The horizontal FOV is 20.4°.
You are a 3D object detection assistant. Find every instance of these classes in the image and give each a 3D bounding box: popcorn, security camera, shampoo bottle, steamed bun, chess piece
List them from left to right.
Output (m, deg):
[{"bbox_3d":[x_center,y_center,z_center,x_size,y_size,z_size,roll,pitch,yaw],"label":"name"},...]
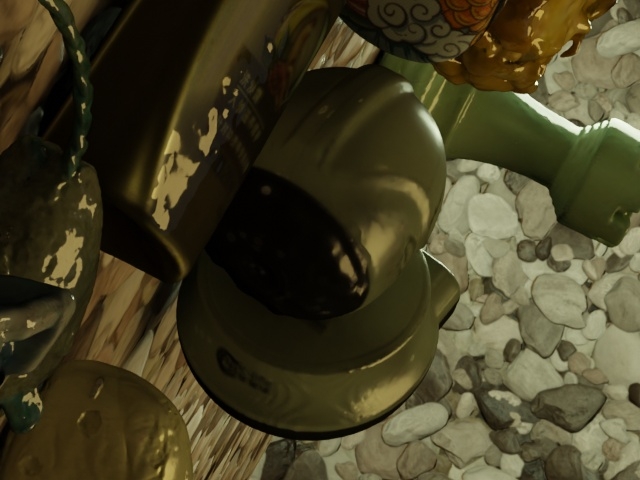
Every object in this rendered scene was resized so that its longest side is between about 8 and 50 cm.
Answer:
[{"bbox_3d":[-0.133,0.139,1.070,0.091,0.112,0.130,19,93,-83],"label":"steamed bun"},{"bbox_3d":[-0.016,-0.151,0.852,0.350,0.084,0.125,-60,166,-17],"label":"shampoo bottle"},{"bbox_3d":[0.000,0.000,1.251,0.191,0.197,0.277,-47,161,-33],"label":"security camera"},{"bbox_3d":[0.197,-0.111,1.816,0.194,0.299,0.194,-61,175,-10],"label":"chess piece"},{"bbox_3d":[0.161,-0.240,1.461,0.250,0.190,0.250,-55,178,-2],"label":"popcorn"}]

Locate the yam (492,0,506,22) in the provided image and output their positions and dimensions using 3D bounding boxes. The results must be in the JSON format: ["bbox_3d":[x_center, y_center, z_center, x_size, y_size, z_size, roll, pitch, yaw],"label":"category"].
[{"bbox_3d":[0.090,-0.215,1.260,0.084,0.127,0.084,-57,175,-8],"label":"yam"}]

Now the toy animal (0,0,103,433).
[{"bbox_3d":[-0.118,-0.016,0.710,0.079,0.070,0.253,-79,-173,-49],"label":"toy animal"}]

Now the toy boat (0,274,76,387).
[{"bbox_3d":[-0.171,0.137,0.584,0.309,0.142,0.129,-60,174,-24],"label":"toy boat"}]

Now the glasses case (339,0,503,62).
[{"bbox_3d":[0.102,-0.261,1.142,0.082,0.122,0.321,-43,161,-57],"label":"glasses case"}]
